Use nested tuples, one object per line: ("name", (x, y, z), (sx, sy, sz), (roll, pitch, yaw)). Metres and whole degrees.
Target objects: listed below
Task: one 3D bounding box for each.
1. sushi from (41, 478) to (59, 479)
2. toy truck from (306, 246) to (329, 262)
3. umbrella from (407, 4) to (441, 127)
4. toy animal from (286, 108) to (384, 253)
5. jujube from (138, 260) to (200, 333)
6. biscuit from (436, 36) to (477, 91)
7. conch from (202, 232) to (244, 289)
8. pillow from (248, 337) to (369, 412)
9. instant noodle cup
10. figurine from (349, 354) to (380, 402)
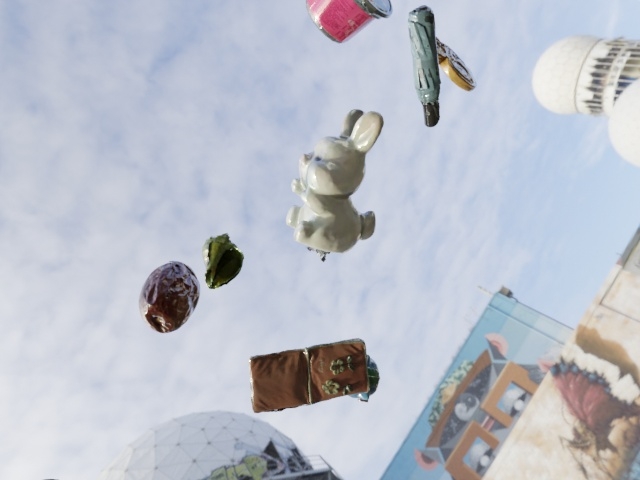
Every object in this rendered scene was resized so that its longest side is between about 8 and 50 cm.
("sushi", (-0.248, 0.250, 0.310), (0.296, 0.166, 0.179), (41, -104, -20))
("toy truck", (0.000, 0.000, 1.527), (0.114, 0.227, 0.098), (44, -89, -2))
("umbrella", (0.221, -0.354, 0.899), (0.053, 0.052, 0.251), (-16, -50, 2))
("toy animal", (0.055, -0.154, 1.114), (0.240, 0.196, 0.368), (4, -71, -21))
("jujube", (-0.482, 0.177, 1.378), (0.183, 0.243, 0.184), (2, -53, 3))
("biscuit", (0.395, -0.581, 1.357), (0.288, 0.202, 0.044), (36, -51, -20))
("conch", (-0.196, 0.039, 0.862), (0.074, 0.089, 0.121), (54, -141, -60))
("pillow", (-0.022, 0.258, 0.824), (0.232, 0.043, 0.126), (-9, -78, -7))
("instant noodle cup", (0.071, -0.734, 1.316), (0.259, 0.181, 0.302), (56, -142, -4))
("figurine", (0.068, 0.326, 1.030), (0.144, 0.178, 0.115), (41, -132, -45))
